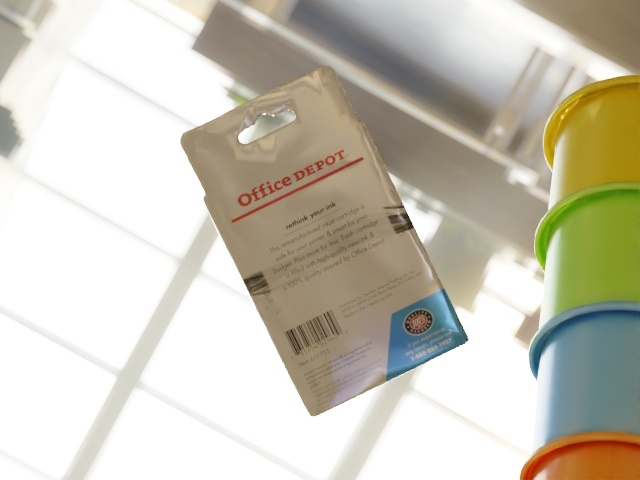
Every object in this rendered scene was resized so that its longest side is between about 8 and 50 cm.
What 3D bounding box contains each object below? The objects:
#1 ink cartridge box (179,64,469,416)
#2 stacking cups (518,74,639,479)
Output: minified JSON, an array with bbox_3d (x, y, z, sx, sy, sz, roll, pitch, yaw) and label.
[{"bbox_3d":[0.000,0.000,0.524,0.028,0.048,0.083,158,86,-87],"label":"ink cartridge box"},{"bbox_3d":[0.118,0.076,0.804,0.096,0.316,0.096,10,143,7],"label":"stacking cups"}]
